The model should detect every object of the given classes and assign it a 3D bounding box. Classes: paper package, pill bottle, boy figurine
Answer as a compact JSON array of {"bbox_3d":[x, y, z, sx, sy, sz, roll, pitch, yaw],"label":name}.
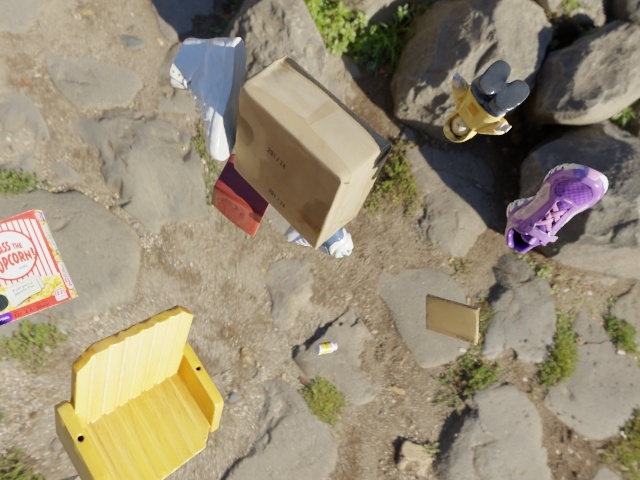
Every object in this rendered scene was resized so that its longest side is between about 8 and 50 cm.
[{"bbox_3d":[-0.039,-0.196,1.094,0.325,0.310,0.168,43,60,12],"label":"paper package"},{"bbox_3d":[0.022,0.413,1.784,0.083,0.043,0.044,-2,72,-32],"label":"pill bottle"},{"bbox_3d":[0.362,-0.313,1.080,0.092,0.285,0.177,-42,91,-7],"label":"boy figurine"}]

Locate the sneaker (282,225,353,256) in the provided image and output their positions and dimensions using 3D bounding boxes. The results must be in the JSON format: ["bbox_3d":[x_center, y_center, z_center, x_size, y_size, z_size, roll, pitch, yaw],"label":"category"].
[{"bbox_3d":[0.000,0.000,1.787,0.236,0.322,0.130,37,71,-13],"label":"sneaker"}]

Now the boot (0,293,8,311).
[{"bbox_3d":[-0.612,0.132,0.797,0.121,0.099,0.045,-38,109,-55],"label":"boot"}]

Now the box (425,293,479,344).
[{"bbox_3d":[0.494,0.296,1.741,0.021,0.201,0.165,-36,129,-43],"label":"box"}]

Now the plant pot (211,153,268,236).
[{"bbox_3d":[-0.322,-0.215,1.986,0.235,0.267,0.267,25,66,-8],"label":"plant pot"}]

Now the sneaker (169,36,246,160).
[{"bbox_3d":[-0.284,-0.347,1.129,0.169,0.108,0.293,7,90,10],"label":"sneaker"}]

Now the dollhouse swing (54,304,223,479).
[{"bbox_3d":[-0.398,0.389,1.110,0.346,0.305,0.315,-24,73,-47],"label":"dollhouse swing"}]

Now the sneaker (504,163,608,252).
[{"bbox_3d":[0.406,-0.045,0.825,0.095,0.236,0.105,32,67,3],"label":"sneaker"}]

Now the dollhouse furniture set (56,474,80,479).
[{"bbox_3d":[-0.276,0.381,0.419,0.211,0.161,0.242,-14,89,-4],"label":"dollhouse furniture set"}]

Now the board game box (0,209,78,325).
[{"bbox_3d":[-0.603,0.053,0.930,0.146,0.045,0.194,-22,95,-7],"label":"board game box"}]
